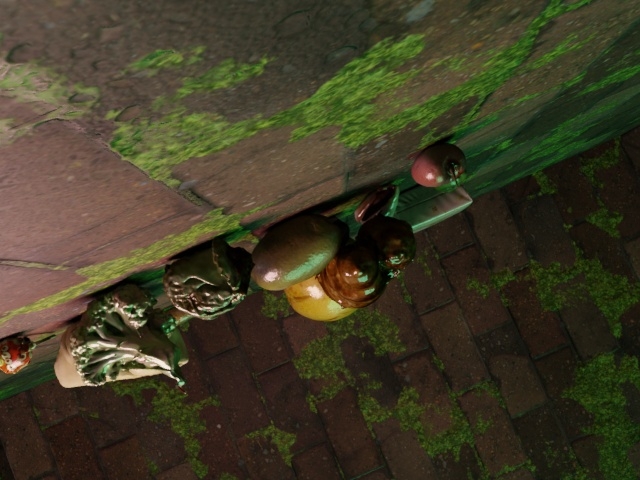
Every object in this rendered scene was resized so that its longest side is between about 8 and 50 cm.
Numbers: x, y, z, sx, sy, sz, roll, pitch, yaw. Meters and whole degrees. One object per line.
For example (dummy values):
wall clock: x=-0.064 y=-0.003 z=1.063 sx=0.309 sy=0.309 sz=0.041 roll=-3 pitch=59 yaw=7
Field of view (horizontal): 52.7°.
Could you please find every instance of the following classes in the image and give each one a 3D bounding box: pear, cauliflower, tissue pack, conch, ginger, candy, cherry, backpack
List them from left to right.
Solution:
candy: x=-0.708 y=0.258 z=1.592 sx=0.084 sy=0.078 sz=0.287 roll=-36 pitch=-178 yaw=1
cauliflower: x=-0.402 y=0.227 z=1.443 sx=0.238 sy=0.316 sz=0.256 roll=-63 pitch=162 yaw=0
backpack: x=0.001 y=0.001 z=1.811 sx=0.165 sy=0.106 sz=0.120 roll=-39 pitch=160 yaw=-19
pear: x=0.024 y=0.123 z=2.157 sx=0.315 sy=0.314 sz=0.314 roll=-23 pitch=175 yaw=-2
ginger: x=0.122 y=0.061 z=1.681 sx=0.254 sy=0.176 sz=0.418 roll=-37 pitch=171 yaw=-19
conch: x=0.152 y=-0.083 z=1.687 sx=0.176 sy=0.105 sz=0.094 roll=134 pitch=-21 yaw=-66
tissue pack: x=0.333 y=-0.111 z=2.000 sx=0.225 sy=0.124 sz=0.185 roll=-24 pitch=173 yaw=3
cherry: x=0.243 y=-0.157 z=1.362 sx=0.126 sy=0.086 sz=0.106 roll=-4 pitch=-164 yaw=40

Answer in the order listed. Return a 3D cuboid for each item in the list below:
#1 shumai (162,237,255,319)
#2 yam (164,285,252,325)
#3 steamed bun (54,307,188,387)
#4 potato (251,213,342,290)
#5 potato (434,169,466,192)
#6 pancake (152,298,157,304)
shumai: x=-0.233 y=0.068 z=1.364 sx=0.184 sy=0.184 sz=0.142 roll=-18 pitch=149 yaw=-46
yam: x=-0.437 y=0.236 z=2.427 sx=0.372 sy=0.083 sz=0.083 roll=-24 pitch=175 yaw=-13
steamed bun: x=-0.522 y=0.259 z=1.677 sx=0.289 sy=0.203 sz=0.276 roll=-12 pitch=172 yaw=18
potato: x=-0.053 y=0.023 z=1.534 sx=0.251 sy=0.159 sz=0.174 roll=-38 pitch=-159 yaw=17
potato: x=0.344 y=-0.170 z=1.736 sx=0.092 sy=0.070 sz=0.138 roll=-21 pitch=173 yaw=-4
pancake: x=-0.586 y=0.221 z=1.873 sx=0.250 sy=0.031 sz=0.250 roll=-25 pitch=175 yaw=-3
